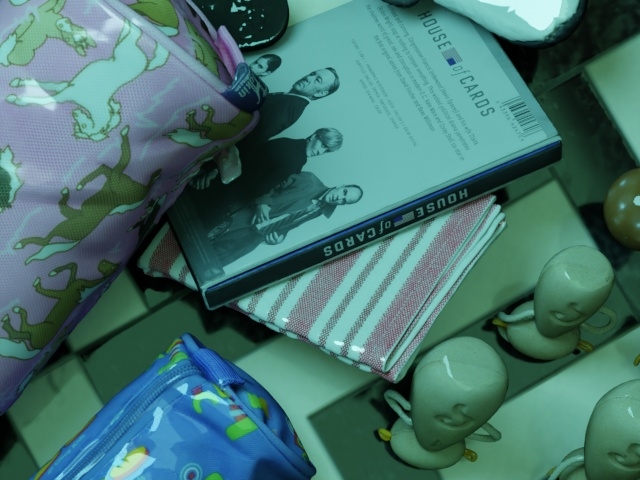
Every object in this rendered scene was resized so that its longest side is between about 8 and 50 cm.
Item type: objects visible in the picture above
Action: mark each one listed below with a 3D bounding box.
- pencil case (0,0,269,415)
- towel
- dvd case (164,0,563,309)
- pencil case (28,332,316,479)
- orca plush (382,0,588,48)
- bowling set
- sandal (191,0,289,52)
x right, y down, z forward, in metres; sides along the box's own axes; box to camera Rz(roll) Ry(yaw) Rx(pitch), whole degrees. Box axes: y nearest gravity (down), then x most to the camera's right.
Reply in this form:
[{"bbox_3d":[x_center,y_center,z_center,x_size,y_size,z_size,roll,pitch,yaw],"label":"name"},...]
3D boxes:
[{"bbox_3d":[-0.197,0.011,1.106,0.167,0.160,0.386,40,99,1],"label":"pencil case"},{"bbox_3d":[0.000,0.000,1.179,0.197,0.029,0.144,22,59,26],"label":"towel"},{"bbox_3d":[0.008,-0.071,1.195,0.238,0.030,0.179,-22,51,-6],"label":"dvd case"},{"bbox_3d":[-0.148,0.189,1.148,0.306,0.133,0.119,-41,54,-8],"label":"pencil case"},{"bbox_3d":[0.070,-0.225,1.237,0.287,0.102,0.151,33,95,19],"label":"orca plush"},{"bbox_3d":[0.199,0.072,1.195,0.287,0.154,0.200,18,64,0],"label":"bowling set"},{"bbox_3d":[-0.110,-0.142,1.221,0.179,0.040,0.067,-10,78,9],"label":"sandal"}]
